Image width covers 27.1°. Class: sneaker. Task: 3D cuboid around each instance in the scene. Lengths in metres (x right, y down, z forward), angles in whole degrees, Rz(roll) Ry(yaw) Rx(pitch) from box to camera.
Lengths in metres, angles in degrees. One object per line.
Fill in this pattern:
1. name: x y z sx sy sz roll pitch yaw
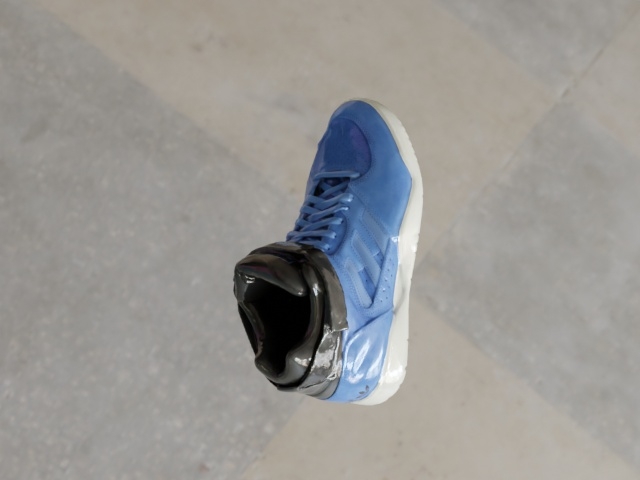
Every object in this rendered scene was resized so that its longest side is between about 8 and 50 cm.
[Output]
1. sneaker: 0.001 0.000 0.630 0.084 0.058 0.152 11 79 -46
